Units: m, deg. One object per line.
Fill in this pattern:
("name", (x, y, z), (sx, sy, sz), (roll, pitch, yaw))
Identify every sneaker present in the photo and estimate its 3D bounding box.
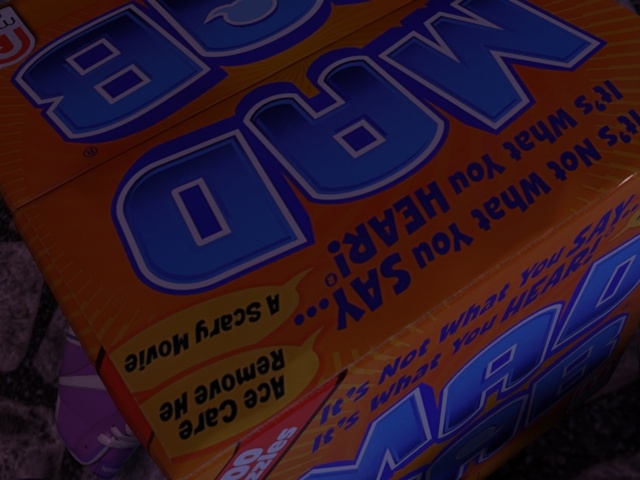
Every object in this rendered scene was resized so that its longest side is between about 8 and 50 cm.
("sneaker", (-0.172, 0.184, 0.803), (0.282, 0.102, 0.160), (6, 79, 34))

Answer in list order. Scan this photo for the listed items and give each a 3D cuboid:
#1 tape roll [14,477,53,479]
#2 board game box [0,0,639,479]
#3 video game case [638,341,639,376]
("tape roll", (-0.198, 0.330, 0.642), (0.275, 0.275, 0.090), (37, 88, 32))
("board game box", (0.000, 0.000, 0.575), (0.356, 0.356, 0.356), (-31, 57, -16))
("video game case", (0.342, 0.130, 0.487), (0.245, 0.269, 0.061), (-8, 101, 22))
